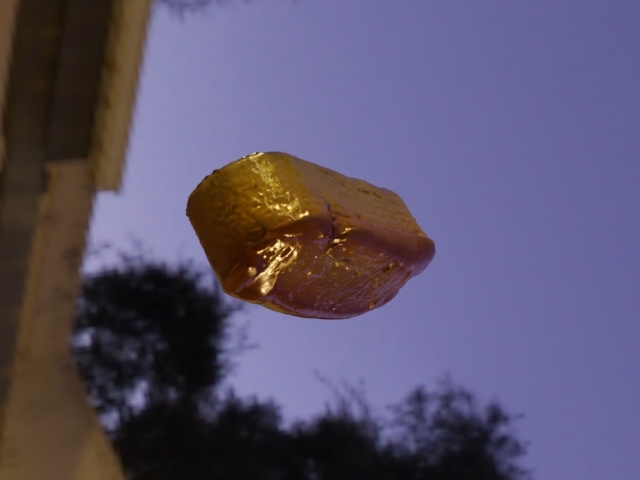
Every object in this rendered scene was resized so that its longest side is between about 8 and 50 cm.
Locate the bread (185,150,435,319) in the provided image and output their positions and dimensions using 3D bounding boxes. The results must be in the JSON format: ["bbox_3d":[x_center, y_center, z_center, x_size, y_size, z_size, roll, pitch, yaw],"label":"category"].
[{"bbox_3d":[0.000,0.000,1.303,0.102,0.245,0.094,-36,-113,20],"label":"bread"}]
